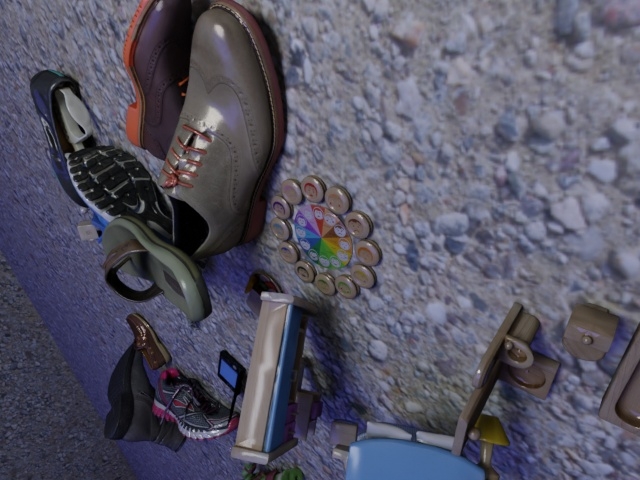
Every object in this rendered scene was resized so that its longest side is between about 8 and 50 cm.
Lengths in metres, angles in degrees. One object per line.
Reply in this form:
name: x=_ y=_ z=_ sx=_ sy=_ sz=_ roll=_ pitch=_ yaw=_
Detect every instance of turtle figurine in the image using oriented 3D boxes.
turtle figurine: x=-0.183 y=0.611 z=1.005 sx=0.266 sy=0.197 sz=0.274 roll=-22 pitch=118 yaw=39

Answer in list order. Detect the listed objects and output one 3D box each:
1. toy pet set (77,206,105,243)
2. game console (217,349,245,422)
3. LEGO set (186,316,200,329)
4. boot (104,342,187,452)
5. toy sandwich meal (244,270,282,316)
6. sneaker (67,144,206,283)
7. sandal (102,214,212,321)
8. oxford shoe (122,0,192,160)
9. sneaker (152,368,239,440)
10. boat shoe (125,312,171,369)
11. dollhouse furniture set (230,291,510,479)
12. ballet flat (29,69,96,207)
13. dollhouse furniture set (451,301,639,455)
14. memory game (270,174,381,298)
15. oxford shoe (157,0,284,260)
toy pet set: x=-0.545 y=-0.052 z=1.028 sx=0.114 sy=0.065 sz=0.122 roll=-123 pitch=26 yaw=-57
game console: x=-0.211 y=0.325 z=0.944 sx=0.107 sy=0.071 sz=0.122 roll=37 pitch=136 yaw=19
LEGO set: x=-0.298 y=0.172 z=0.957 sx=0.054 sy=0.023 sz=0.083 roll=-23 pitch=100 yaw=49
boot: x=-0.508 y=0.471 z=1.268 sx=0.223 sy=0.338 sz=0.118 roll=30 pitch=111 yaw=-32
toy sandwich meal: x=-0.098 y=0.091 z=0.708 sx=0.086 sy=0.029 sz=0.085 roll=24 pitch=131 yaw=30
sneaker: x=-0.363 y=-0.030 z=0.801 sx=0.329 sy=0.130 sz=0.147 roll=54 pitch=137 yaw=0
sandal: x=-0.265 y=0.042 z=0.616 sx=0.303 sy=0.086 sz=0.120 roll=18 pitch=133 yaw=46
oxford shoe: x=-0.190 y=-0.205 z=0.560 sx=0.098 sy=0.096 sz=0.271 roll=35 pitch=145 yaw=-1
sneaker: x=-0.335 y=0.429 z=1.107 sx=0.300 sy=0.121 sz=0.111 roll=8 pitch=92 yaw=31
boat shoe: x=-0.498 y=0.286 z=1.196 sx=0.177 sy=0.060 sz=0.064 roll=55 pitch=139 yaw=-1
dollhouse furniture set: x=0.078 y=0.207 z=0.589 sx=0.304 sy=0.197 sz=0.286 roll=6 pitch=164 yaw=14
ballet flat: x=-0.488 y=-0.190 z=0.841 sx=0.096 sy=0.095 sz=0.280 roll=8 pitch=123 yaw=26
dollhouse furniture set: x=0.219 y=0.141 z=0.371 sx=0.151 sy=0.123 sz=0.143 roll=21 pitch=130 yaw=32
memory game: x=0.000 y=0.000 z=0.567 sx=0.186 sy=0.012 sz=0.186 roll=24 pitch=131 yaw=31
oxford shoe: x=-0.134 y=-0.104 z=0.531 sx=0.123 sy=0.130 sz=0.348 roll=31 pitch=135 yaw=24
